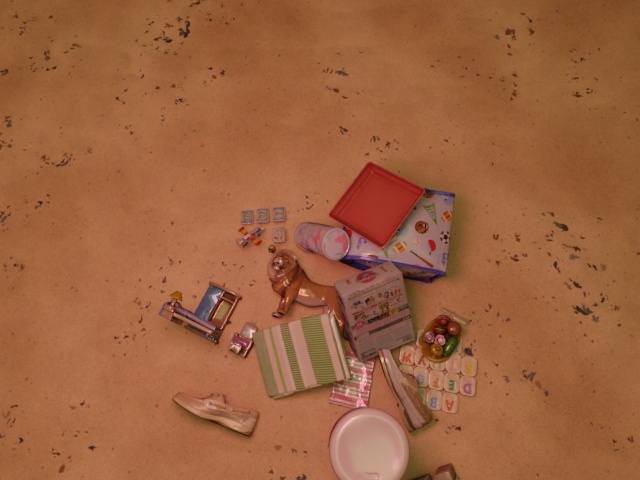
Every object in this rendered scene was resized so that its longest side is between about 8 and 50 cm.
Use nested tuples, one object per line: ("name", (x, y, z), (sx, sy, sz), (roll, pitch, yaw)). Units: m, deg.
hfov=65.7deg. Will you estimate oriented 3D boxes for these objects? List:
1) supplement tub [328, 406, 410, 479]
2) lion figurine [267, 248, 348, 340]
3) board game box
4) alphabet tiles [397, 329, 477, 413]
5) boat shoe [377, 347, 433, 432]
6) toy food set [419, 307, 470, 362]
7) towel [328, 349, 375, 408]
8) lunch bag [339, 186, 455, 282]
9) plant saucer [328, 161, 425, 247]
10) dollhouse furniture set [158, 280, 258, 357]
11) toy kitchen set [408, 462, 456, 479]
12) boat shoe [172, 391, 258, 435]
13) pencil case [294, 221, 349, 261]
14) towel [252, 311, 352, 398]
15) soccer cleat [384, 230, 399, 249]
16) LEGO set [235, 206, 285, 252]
("supplement tub", (0.145, 0.658, 1.581), (0.240, 0.331, 0.241), (0, 71, 0))
("lion figurine", (-0.035, 0.202, 1.857), (0.392, 0.142, 0.240), (25, 65, -6))
("board game box", (0.192, 0.251, 1.739), (0.223, 0.304, 0.097), (-20, 30, -10))
("alphabet tiles", (0.424, 0.472, 1.803), (0.283, 0.021, 0.278), (10, 72, 4))
("boat shoe", (0.293, 0.508, 1.731), (0.103, 0.113, 0.303), (-23, 90, 2))
("toy food set", (0.452, 0.338, 1.808), (0.128, 0.071, 0.218), (34, 69, 14))
("towel", (0.115, 0.502, 1.793), (0.144, 0.029, 0.197), (10, 72, 5))
("lunch bag", (0.276, -0.036, 1.865), (0.385, 0.239, 0.328), (10, 74, -3))
("plant saucer", (0.200, -0.124, 1.759), (0.259, 0.048, 0.258), (33, 82, 31))
("dollhouse furniture set", (-0.362, 0.251, 1.740), (0.286, 0.303, 0.198), (24, 74, 8))
("toy kitchen set", (0.369, 0.866, 1.642), (0.207, 0.122, 0.166), (-26, 72, 14))
("boat shoe", (-0.366, 0.585, 1.735), (0.302, 0.109, 0.098), (21, 68, 2))
("pencil case", (0.000, 0.000, 1.838), (0.113, 0.273, 0.124), (7, 93, -27))
("towel", (-0.069, 0.404, 1.745), (0.324, 0.038, 0.248), (-19, 80, 19))
("soccer cleat", (0.248, -0.002, 1.728), (0.035, 0.029, 0.083), (21, 74, 26))
("LEGO set", (-0.229, -0.051, 1.924), (0.182, 0.060, 0.244), (-4, 47, 0))
